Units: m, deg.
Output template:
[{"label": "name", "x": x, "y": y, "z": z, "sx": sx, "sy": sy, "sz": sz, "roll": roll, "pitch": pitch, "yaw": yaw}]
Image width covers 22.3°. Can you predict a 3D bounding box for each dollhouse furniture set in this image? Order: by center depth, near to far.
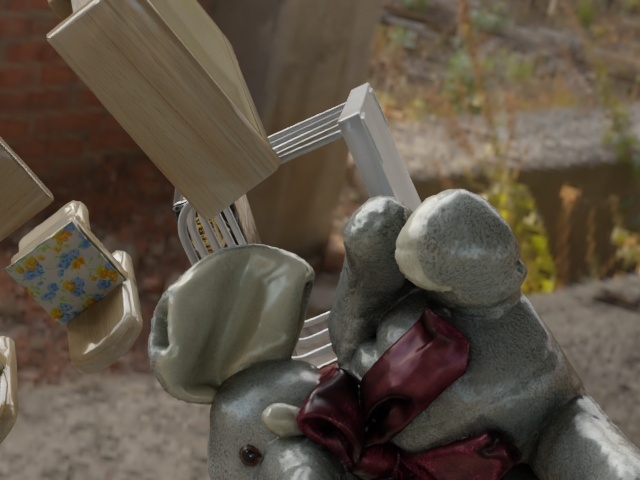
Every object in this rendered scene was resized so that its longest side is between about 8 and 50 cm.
[{"label": "dollhouse furniture set", "x": -0.251, "y": -0.046, "z": 1.200, "sx": 0.362, "sy": 0.394, "sz": 0.256, "roll": 50, "pitch": 8, "yaw": -26}]

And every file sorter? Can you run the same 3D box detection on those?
[{"label": "file sorter", "x": 0.000, "y": 0.000, "z": 1.365, "sx": 0.173, "sy": 0.192, "sz": 0.277, "roll": -24, "pitch": 8, "yaw": 7}]

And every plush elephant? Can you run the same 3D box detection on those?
[{"label": "plush elephant", "x": 0.031, "y": 0.118, "z": 1.050, "sx": 0.255, "sy": 0.272, "sz": 0.330, "roll": -34, "pitch": 15, "yaw": -2}]

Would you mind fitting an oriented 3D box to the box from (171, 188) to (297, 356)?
[{"label": "box", "x": -0.090, "y": 0.052, "z": 1.828, "sx": 0.073, "sy": 0.293, "sz": 0.295, "roll": -19, "pitch": 16, "yaw": 0}]
